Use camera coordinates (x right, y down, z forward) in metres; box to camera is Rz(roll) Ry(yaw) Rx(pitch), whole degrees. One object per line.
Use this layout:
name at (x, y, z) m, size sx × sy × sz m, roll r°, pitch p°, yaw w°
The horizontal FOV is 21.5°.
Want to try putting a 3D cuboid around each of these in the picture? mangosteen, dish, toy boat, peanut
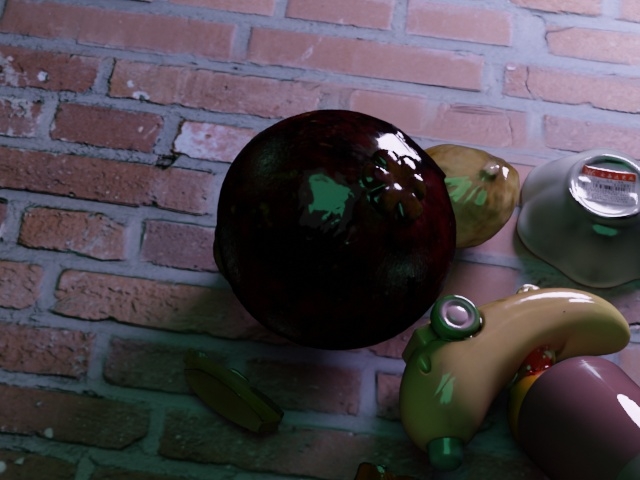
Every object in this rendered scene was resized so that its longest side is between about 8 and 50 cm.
mangosteen at (0.011, -0.011, 1.981) m, size 0.311 × 0.311 × 0.311 m, roll 1°, pitch 54°, yaw -1°
dish at (0.367, -0.051, 2.165) m, size 0.229 × 0.081 × 0.229 m, roll 1°, pitch 54°, yaw -1°
toy boat at (-0.108, 0.179, 2.003) m, size 0.149 × 0.047 × 0.049 m, roll 34°, pitch 28°, yaw 20°
peanut at (0.172, -0.057, 2.148) m, size 0.159 × 0.109 × 0.140 m, roll 11°, pitch 43°, yaw 21°

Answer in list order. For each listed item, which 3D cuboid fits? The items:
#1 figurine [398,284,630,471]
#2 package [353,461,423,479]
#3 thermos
figurine at (0.238, 0.161, 1.977) m, size 0.324 × 0.124 × 0.222 m, roll -17°, pitch 61°, yaw -26°
package at (0.086, 0.297, 1.934) m, size 0.110 × 0.033 × 0.077 m, roll 6°, pitch 77°, yaw 19°
thermos at (0.339, 0.233, 1.789) m, size 0.176 × 0.146 × 0.265 m, roll -23°, pitch 24°, yaw -10°
